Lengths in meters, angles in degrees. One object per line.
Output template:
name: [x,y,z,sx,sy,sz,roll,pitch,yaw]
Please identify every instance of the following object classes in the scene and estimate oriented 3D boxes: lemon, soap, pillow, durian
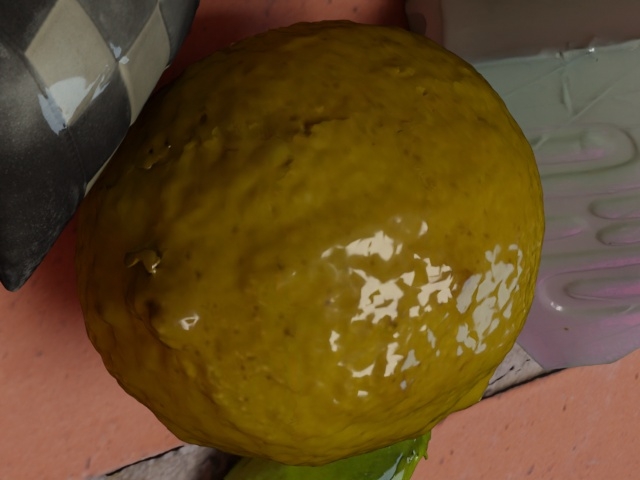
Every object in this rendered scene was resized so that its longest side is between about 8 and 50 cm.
lemon: [0.000,0.000,1.144,0.322,0.268,0.268,-10,121,-45]
soap: [0.191,-0.053,1.358,0.347,0.208,0.115,67,22,-48]
pillow: [-0.142,-0.118,0.999,0.186,0.106,0.249,72,37,-50]
durian: [0.003,0.172,1.393,0.250,0.101,0.139,-40,174,-25]
